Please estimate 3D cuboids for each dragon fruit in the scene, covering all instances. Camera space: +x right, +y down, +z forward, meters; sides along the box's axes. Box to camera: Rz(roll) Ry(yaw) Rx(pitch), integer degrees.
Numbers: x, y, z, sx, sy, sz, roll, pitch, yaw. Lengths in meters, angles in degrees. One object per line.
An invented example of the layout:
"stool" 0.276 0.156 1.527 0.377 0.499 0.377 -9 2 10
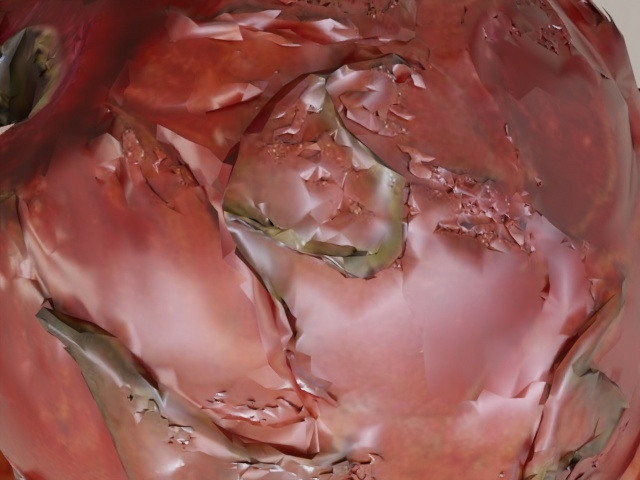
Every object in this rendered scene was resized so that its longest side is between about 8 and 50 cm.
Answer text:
"dragon fruit" 0.000 0.000 0.658 0.302 0.295 0.296 37 166 -38
